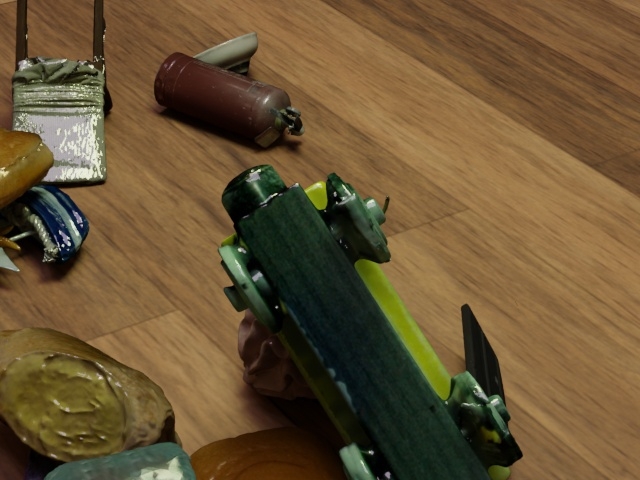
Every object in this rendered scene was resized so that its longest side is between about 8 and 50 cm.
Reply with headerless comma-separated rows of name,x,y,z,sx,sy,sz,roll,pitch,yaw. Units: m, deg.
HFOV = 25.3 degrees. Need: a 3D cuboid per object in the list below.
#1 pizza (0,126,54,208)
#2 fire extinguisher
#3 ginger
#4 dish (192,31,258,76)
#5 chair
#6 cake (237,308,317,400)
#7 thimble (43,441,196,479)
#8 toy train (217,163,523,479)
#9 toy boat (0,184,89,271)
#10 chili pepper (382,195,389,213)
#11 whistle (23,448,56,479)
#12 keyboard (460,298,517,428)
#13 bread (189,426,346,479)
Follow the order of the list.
pizza,-0.565,-0.071,1.906,0.409,0.114,0.278,-20,36,-21
fire extinguisher,-0.134,-0.217,2.258,0.269,0.105,0.105,23,37,26
ginger,-0.270,0.180,1.601,0.276,0.130,0.221,29,-4,5
dish,-0.158,-0.287,2.402,0.141,0.078,0.141,-23,5,2
chair,-0.402,-0.222,2.218,0.160,0.319,0.186,0,-11,-9
cake,-0.011,0.122,1.710,0.208,0.178,0.185,35,8,-23
thimble,-0.181,0.306,1.354,0.143,0.198,0.235,-9,34,-17
toy train,0.045,0.119,1.476,0.179,0.442,0.272,-32,-3,-2
toy boat,-0.468,0.008,1.920,0.291,0.067,0.220,-26,41,-30
chili pepper,0.000,0.001,1.965,0.204,0.073,0.072,-7,51,4
whistle,-0.306,0.284,1.526,0.033,0.033,0.176,1,33,-4
keyboard,0.201,0.142,1.722,0.041,0.103,0.381,-24,16,18
bread,-0.046,0.297,1.456,0.174,0.121,0.245,-2,36,-13
